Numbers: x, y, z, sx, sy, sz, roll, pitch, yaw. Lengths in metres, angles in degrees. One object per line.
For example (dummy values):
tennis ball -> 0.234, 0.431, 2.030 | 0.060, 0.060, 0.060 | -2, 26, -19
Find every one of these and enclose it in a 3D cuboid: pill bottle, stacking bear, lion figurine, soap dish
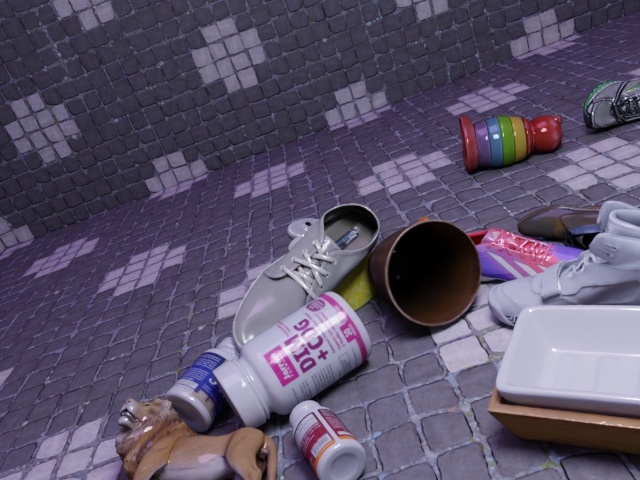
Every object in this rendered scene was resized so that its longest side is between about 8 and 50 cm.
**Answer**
pill bottle -> 0.006, 0.333, 0.946 | 0.086, 0.086, 0.152 | -28, 25, -15
stacking bear -> 0.589, -0.312, 1.747 | 0.289, 0.175, 0.164 | -8, 24, 11
pill bottle -> -0.224, 0.293, 1.186 | 0.112, 0.111, 0.186 | -4, 30, 35
lion figurine -> -0.206, 0.383, 0.990 | 0.393, 0.142, 0.240 | 1, 24, 17
pill bottle -> -0.055, 0.235, 1.109 | 0.283, 0.160, 0.160 | -31, 26, -19
soap dish -> 0.422, 0.202, 0.838 | 0.291, 0.118, 0.229 | -3, 30, 34

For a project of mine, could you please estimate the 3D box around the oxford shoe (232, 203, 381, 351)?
oxford shoe -> -0.025, 0.070, 1.252 | 0.449, 0.169, 0.130 | -45, -10, -21

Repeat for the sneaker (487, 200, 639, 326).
sneaker -> 0.467, 0.048, 1.008 | 0.366, 0.210, 0.137 | -4, 29, 35

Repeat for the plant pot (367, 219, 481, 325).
plant pot -> 0.194, 0.063, 1.247 | 0.216, 0.215, 0.230 | -29, 10, -15

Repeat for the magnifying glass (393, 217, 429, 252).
magnifying glass -> 0.239, 0.005, 1.522 | 0.092, 0.026, 0.231 | -3, 32, 36

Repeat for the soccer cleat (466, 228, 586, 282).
soccer cleat -> 0.410, 0.029, 1.211 | 0.318, 0.116, 0.109 | 1, 32, 41

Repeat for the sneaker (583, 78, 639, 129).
sneaker -> 0.949, -0.423, 1.696 | 0.344, 0.134, 0.146 | -22, 25, -2

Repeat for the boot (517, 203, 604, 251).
boot -> 0.548, -0.026, 1.257 | 0.219, 0.082, 0.106 | -7, 25, 25

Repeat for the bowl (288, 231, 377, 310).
bowl -> 0.000, 0.064, 1.430 | 0.290, 0.155, 0.289 | -17, 24, 8

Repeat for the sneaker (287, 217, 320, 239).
sneaker -> 0.000, 0.000, 1.593 | 0.217, 0.121, 0.079 | -8, 49, -27
